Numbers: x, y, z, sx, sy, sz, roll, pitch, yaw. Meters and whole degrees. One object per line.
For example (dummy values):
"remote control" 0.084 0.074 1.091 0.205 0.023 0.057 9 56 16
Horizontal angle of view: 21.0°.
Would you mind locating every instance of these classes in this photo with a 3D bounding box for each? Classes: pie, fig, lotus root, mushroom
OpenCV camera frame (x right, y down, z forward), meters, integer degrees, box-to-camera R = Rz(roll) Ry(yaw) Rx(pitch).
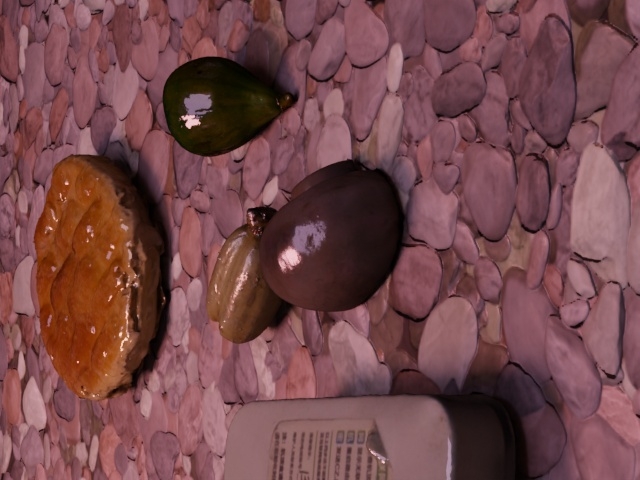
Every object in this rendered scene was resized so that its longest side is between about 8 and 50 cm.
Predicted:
"pie" -0.301 0.051 2.327 0.339 0.083 0.339 2 92 57
"fig" -0.106 -0.155 1.971 0.177 0.117 0.117 2 92 49
"lotus root" -0.075 0.037 1.932 0.090 0.077 0.183 52 136 37
"mushroom" 0.000 0.000 1.786 0.188 0.117 0.141 -45 64 45

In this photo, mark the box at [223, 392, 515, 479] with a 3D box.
"box" 0.036 0.347 1.671 0.396 0.111 0.396 -9 77 55
